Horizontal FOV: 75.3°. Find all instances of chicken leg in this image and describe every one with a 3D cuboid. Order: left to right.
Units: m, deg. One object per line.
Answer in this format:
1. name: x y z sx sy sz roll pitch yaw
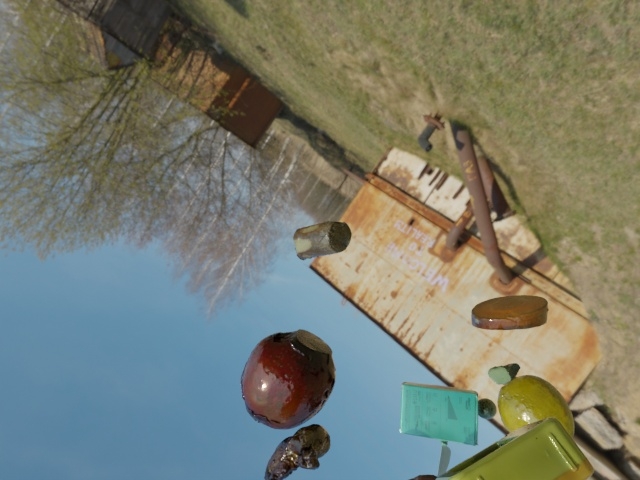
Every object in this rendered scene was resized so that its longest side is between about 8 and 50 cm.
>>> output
1. chicken leg: -0.058 0.525 1.013 0.083 0.322 0.177 51 -141 11

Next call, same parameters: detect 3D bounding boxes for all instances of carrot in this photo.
1. carrot: 0.738 0.294 1.632 0.307 0.100 0.258 -12 -178 -21

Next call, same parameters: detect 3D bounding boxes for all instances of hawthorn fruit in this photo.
1. hawthorn fruit: -0.096 0.414 1.275 0.316 0.316 0.316 33 -174 -4

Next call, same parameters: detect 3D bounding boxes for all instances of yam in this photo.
1. yam: 0.001 -0.001 1.626 0.238 0.128 0.129 -9 130 45

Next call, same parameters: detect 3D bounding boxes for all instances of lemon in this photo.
1. lemon: 0.826 0.666 1.602 0.260 0.284 0.260 -6 166 -1

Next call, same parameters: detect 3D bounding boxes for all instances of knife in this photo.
1. knife: 0.576 0.969 1.922 0.063 0.261 0.034 18 159 -16

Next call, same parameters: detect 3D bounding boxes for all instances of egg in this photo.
1. egg: 0.716 0.725 1.789 0.110 0.085 0.085 16 -163 -42

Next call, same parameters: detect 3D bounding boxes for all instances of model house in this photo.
1. model house: 0.644 0.458 1.450 0.083 0.079 0.066 -17 -111 -39

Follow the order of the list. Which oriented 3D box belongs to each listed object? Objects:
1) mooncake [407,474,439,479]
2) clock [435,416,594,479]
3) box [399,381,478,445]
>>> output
1. mooncake: 0.388 0.936 1.330 0.326 0.174 0.334 55 -159 -69
2. clock: 0.289 0.363 0.634 0.096 0.202 0.143 59 166 30
3. box: 0.495 0.718 1.739 0.311 0.205 0.118 0 171 19
